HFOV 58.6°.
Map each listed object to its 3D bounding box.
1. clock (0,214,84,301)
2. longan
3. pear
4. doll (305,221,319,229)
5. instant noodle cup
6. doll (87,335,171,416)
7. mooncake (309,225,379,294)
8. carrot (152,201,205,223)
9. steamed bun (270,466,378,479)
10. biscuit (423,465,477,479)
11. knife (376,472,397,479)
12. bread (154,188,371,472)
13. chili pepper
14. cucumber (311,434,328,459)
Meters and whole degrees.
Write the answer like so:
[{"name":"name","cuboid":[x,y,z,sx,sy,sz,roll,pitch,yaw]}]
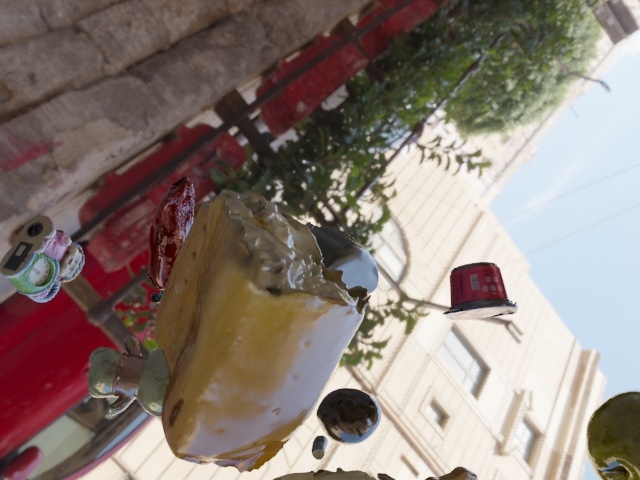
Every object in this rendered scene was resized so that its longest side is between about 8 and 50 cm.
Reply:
[{"name":"clock","cuboid":[-0.717,0.060,1.490,0.195,0.100,0.194,70,39,-59]},{"name":"longan","cuboid":[0.092,0.577,1.871,0.198,0.212,0.198,-27,-122,53]},{"name":"pear","cuboid":[0.836,0.522,1.473,0.294,0.294,0.294,-38,-170,8]},{"name":"doll","cuboid":[0.000,0.000,2.020,0.085,0.152,0.114,-44,-159,1]},{"name":"instant noodle cup","cuboid":[0.579,0.183,2.100,0.302,0.182,0.258,7,159,-34]},{"name":"doll","cuboid":[-0.336,0.273,1.115,0.113,0.274,0.155,93,7,-65]},{"name":"mooncake","cuboid":[-0.008,0.135,1.576,0.351,0.351,0.187,-42,-127,-19]},{"name":"carrot","cuboid":[-0.356,-0.067,1.538,0.205,0.072,0.072,-21,-166,13]},{"name":"steamed bun","cuboid":[0.002,0.573,0.954,0.333,0.312,0.233,-4,-160,-14]},{"name":"biscuit","cuboid":[0.283,0.608,1.231,0.184,0.249,0.035,-10,-164,-15]},{"name":"knife","cuboid":[0.243,0.826,1.713,0.089,0.365,0.043,-6,-150,30]},{"name":"bread","cuboid":[-0.110,0.146,0.900,0.394,0.250,0.361,-66,-153,16]},{"name":"chili pepper","cuboid":[-0.377,0.013,1.437,0.110,0.110,0.388,-58,164,-61]},{"name":"cucumber","cuboid":[-0.006,0.845,2.332,0.064,0.064,0.112,-36,-177,13]}]
